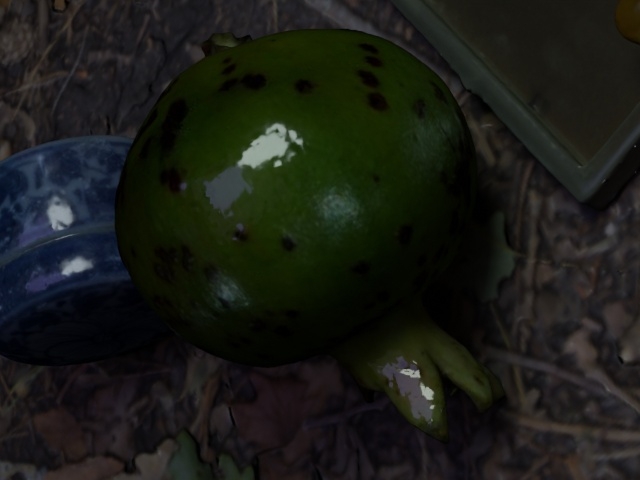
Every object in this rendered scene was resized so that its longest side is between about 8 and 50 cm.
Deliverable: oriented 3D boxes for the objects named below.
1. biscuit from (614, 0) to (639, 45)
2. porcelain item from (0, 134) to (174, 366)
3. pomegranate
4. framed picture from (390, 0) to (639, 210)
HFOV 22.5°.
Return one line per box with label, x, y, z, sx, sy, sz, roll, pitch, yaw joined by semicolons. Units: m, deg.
biscuit;0.259;-0.134;0.785;0.183;0.039;0.174;37;107;23
porcelain item;-0.155;0.012;1.052;0.147;0.147;0.114;-32;64;31
pomegranate;0.000;0.000;0.901;0.211;0.211;0.263;-33;84;30
framed picture;0.129;-0.277;0.955;0.326;0.028;0.446;-51;53;20
